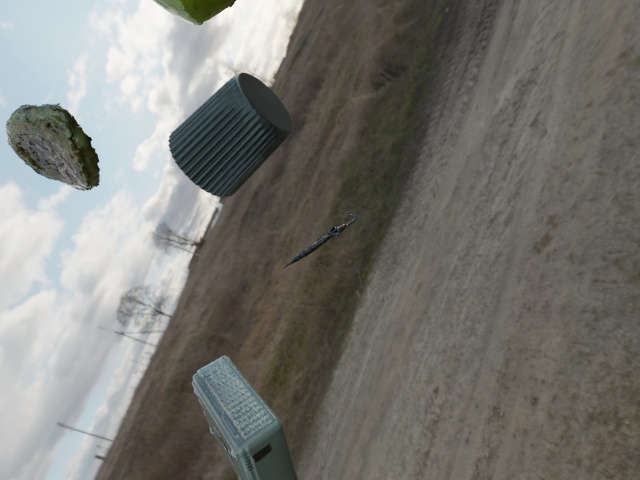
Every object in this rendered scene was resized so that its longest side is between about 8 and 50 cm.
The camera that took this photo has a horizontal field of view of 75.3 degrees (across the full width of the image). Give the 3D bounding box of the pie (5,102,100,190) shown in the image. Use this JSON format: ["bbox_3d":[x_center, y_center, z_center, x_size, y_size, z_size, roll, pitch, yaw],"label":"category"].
[{"bbox_3d":[-0.862,-0.292,1.361,0.355,0.288,0.103,103,-171,-50],"label":"pie"}]

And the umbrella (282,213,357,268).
[{"bbox_3d":[0.003,0.002,0.649,0.148,0.022,0.022,-39,-34,-19],"label":"umbrella"}]

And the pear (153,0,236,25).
[{"bbox_3d":[-0.221,-0.468,0.646,0.187,0.220,0.187,-20,39,17],"label":"pear"}]

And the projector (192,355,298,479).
[{"bbox_3d":[-0.161,0.384,0.844,0.256,0.099,0.192,25,134,50],"label":"projector"}]

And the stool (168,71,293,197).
[{"bbox_3d":[-0.289,-0.356,1.398,0.330,0.297,0.297,-35,27,25],"label":"stool"}]
